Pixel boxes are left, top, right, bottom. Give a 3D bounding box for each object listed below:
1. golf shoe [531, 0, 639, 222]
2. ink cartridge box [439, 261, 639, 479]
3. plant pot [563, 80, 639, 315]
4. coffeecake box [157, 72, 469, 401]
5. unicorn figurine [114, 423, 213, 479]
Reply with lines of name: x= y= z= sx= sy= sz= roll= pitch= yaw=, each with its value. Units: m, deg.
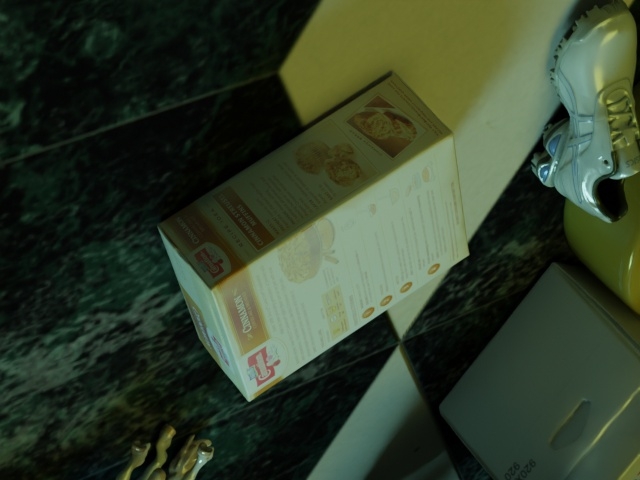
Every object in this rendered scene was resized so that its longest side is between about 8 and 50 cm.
golf shoe: x=0.205 y=-0.088 z=1.360 sx=0.069 sy=0.086 sz=0.176 roll=-25 pitch=143 yaw=-22
ink cartridge box: x=0.255 y=0.139 z=1.609 sx=0.233 sy=0.168 sz=0.171 roll=9 pitch=123 yaw=-51
plant pot: x=0.355 y=-0.006 z=1.475 sx=0.254 sy=0.239 sz=0.254 roll=-27 pitch=145 yaw=-21
coffeecake box: x=0.000 y=0.000 z=1.262 sx=0.185 sy=0.068 sz=0.142 roll=-33 pitch=148 yaw=-13
unicorn figurine: x=-0.139 y=0.184 z=1.345 sx=0.162 sy=0.060 sz=0.111 roll=7 pitch=124 yaw=-50
